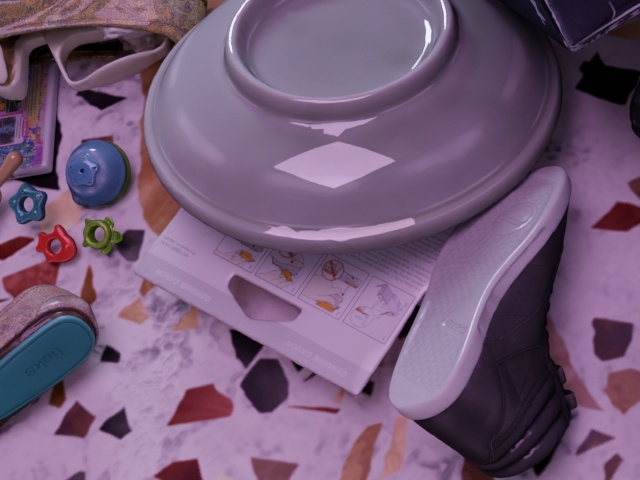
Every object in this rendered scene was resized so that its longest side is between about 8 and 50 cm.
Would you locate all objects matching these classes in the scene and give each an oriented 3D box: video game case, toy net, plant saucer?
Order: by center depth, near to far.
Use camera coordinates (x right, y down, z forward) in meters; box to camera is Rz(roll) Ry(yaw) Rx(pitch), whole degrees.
[{"bbox_3d":[0.023,-0.163,1.448,0.401,0.100,0.400,-5,47,6],"label":"plant saucer"},{"bbox_3d":[-0.306,-0.033,1.588,0.232,0.045,0.122,-6,88,18],"label":"toy net"},{"bbox_3d":[-0.351,-0.132,1.663,0.143,0.019,0.157,-9,61,13],"label":"video game case"}]

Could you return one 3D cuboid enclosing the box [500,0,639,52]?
[{"bbox_3d":[0.279,-0.449,1.342,0.472,0.297,0.480,-33,23,2],"label":"box"}]

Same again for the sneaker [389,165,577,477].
[{"bbox_3d":[0.168,0.075,1.337,0.105,0.147,0.295,-11,39,44],"label":"sneaker"}]

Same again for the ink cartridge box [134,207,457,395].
[{"bbox_3d":[0.000,0.000,1.458,0.275,0.060,0.239,27,75,27],"label":"ink cartridge box"}]

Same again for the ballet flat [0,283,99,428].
[{"bbox_3d":[-0.353,0.152,1.483,0.316,0.107,0.106,-34,38,-8],"label":"ballet flat"}]

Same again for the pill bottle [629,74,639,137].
[{"bbox_3d":[0.390,-0.096,1.345,0.219,0.123,0.123,34,78,30],"label":"pill bottle"}]

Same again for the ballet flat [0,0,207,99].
[{"bbox_3d":[-0.288,-0.205,1.613,0.349,0.123,0.123,-9,61,3],"label":"ballet flat"}]
